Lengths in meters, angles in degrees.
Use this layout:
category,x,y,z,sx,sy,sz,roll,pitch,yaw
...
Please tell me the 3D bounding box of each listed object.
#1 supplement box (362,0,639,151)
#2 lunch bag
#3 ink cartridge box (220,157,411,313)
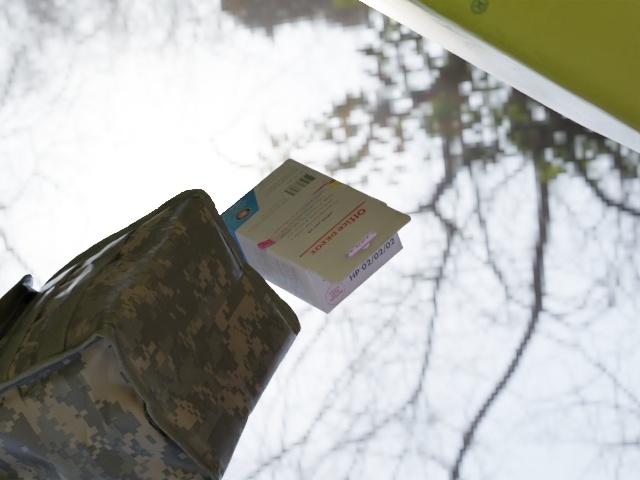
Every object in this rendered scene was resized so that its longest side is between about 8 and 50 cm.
category,x,y,z,sx,sy,sz,roll,pitch,yaw
supplement box,0.054,-0.166,0.531,0.357,0.194,0.195,25,-173,-27
lunch bag,-0.189,0.118,1.267,0.287,0.169,0.235,-29,-165,26
ink cartridge box,0.000,0.000,1.578,0.104,0.061,0.181,-41,-139,-21
